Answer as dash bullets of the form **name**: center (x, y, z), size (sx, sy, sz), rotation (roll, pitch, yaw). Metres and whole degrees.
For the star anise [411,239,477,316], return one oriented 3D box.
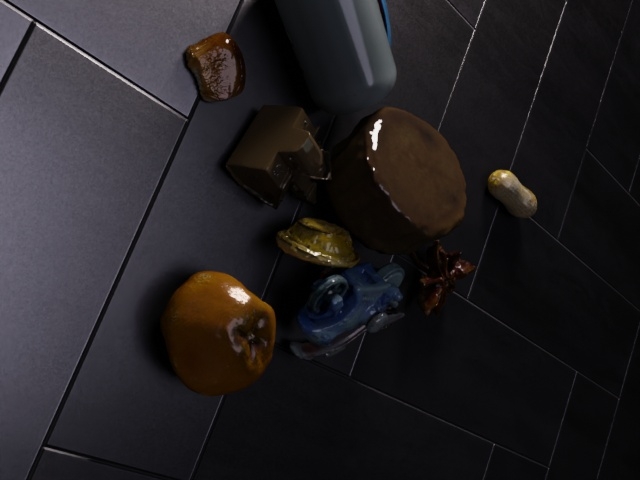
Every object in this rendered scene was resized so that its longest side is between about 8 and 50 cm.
- **star anise**: center (0.308, 0.098, 1.911), size (0.196, 0.111, 0.212), rotation (2, 100, -35)

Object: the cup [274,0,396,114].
- **cup**: center (0.035, -0.436, 1.566), size (0.205, 0.205, 0.312), rotation (-36, 116, -33)

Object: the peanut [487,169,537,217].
- **peanut**: center (0.551, -0.129, 2.111), size (0.206, 0.087, 0.087), rotation (35, 72, -36)

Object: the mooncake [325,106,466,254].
- **mooncake**: center (0.166, -0.126, 1.669), size (0.324, 0.187, 0.324), rotation (19, 57, -31)

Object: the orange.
- **orange**: center (-0.193, 0.187, 1.441), size (0.249, 0.183, 0.249), rotation (-3, 94, -41)

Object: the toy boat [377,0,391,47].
- **toy boat**: center (0.113, -0.484, 1.712), size (0.097, 0.100, 0.223), rotation (-58, 142, -66)

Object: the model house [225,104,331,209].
- **model house**: center (-0.045, -0.143, 1.573), size (0.181, 0.176, 0.248), rotation (-62, 144, -18)

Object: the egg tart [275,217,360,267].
- **egg tart**: center (0.000, 0.000, 1.587), size (0.191, 0.191, 0.074), rotation (8, 106, -41)

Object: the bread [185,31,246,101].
- **bread**: center (-0.201, -0.345, 1.480), size (0.126, 0.044, 0.129), rotation (-32, 117, -33)

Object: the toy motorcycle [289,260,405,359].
- **toy motorcycle**: center (0.066, 0.165, 1.641), size (0.319, 0.182, 0.241), rotation (-7, 109, -48)
